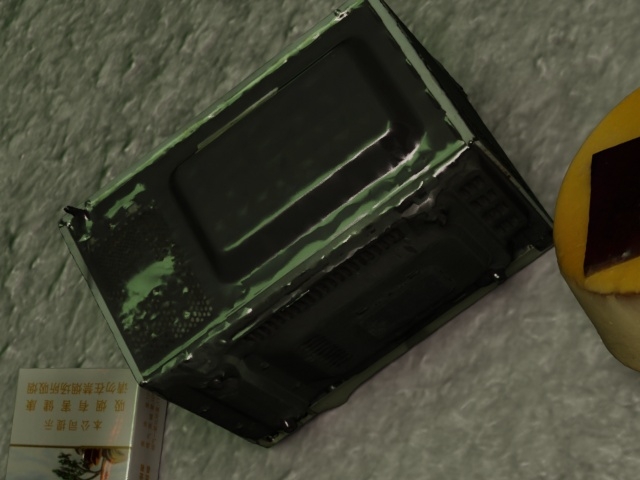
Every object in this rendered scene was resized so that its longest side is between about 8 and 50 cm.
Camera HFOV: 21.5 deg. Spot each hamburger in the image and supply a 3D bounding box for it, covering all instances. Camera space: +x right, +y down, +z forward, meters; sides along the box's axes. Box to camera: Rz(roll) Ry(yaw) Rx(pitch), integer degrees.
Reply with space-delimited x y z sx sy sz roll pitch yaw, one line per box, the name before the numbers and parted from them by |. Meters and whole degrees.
hamburger | 0.336 -0.015 1.362 0.300 0.176 0.300 -30 35 24

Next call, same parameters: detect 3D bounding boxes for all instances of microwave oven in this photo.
microwave oven | 0.000 0.000 1.510 0.355 0.286 0.218 -36 62 9

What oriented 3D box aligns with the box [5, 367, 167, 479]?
box | -0.239 0.245 1.678 0.149 0.067 0.233 -3 73 28
